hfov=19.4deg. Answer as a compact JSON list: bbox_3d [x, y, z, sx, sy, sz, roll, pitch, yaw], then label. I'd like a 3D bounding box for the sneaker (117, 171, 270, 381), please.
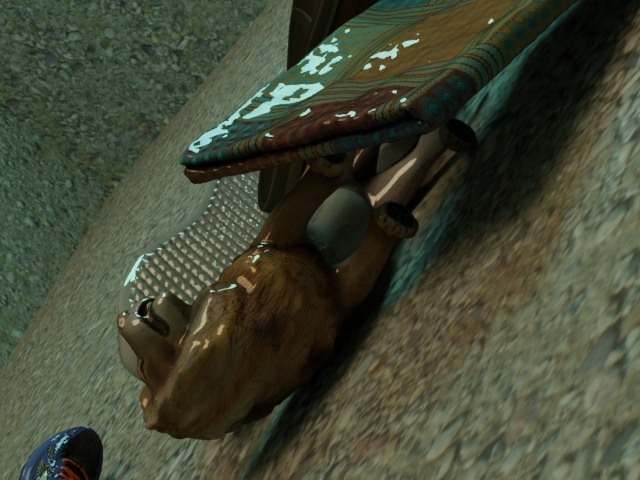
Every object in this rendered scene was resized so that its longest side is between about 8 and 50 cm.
[{"bbox_3d":[-0.086,0.060,1.660,0.366,0.135,0.150,-56,-21,-60],"label":"sneaker"}]

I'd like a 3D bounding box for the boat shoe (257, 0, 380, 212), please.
[{"bbox_3d":[0.027,-0.161,1.628,0.111,0.104,0.307,-104,26,-62],"label":"boat shoe"}]

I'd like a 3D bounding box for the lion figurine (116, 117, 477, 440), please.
[{"bbox_3d":[0.000,0.000,1.489,0.240,0.142,0.392,-55,-7,33],"label":"lion figurine"}]

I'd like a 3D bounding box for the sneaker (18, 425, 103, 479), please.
[{"bbox_3d":[-0.259,0.270,1.856,0.087,0.083,0.221,-27,29,37],"label":"sneaker"}]

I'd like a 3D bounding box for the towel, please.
[{"bbox_3d":[0.089,-0.164,1.399,0.271,0.040,0.370,-11,24,48],"label":"towel"}]

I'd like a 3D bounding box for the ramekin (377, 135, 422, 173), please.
[{"bbox_3d":[0.068,-0.173,1.766,0.207,0.109,0.207,-51,9,12],"label":"ramekin"}]
